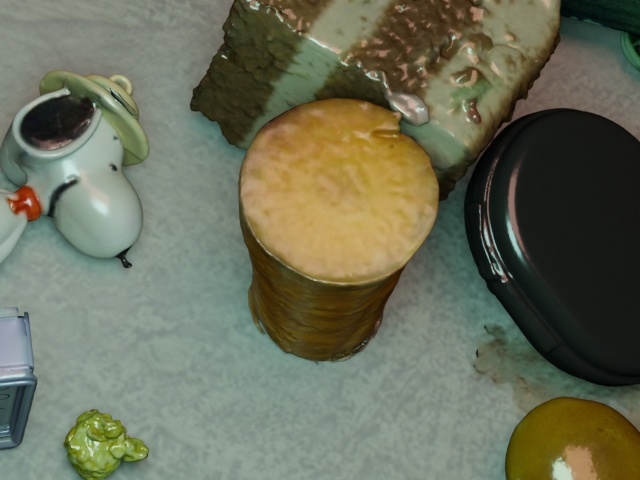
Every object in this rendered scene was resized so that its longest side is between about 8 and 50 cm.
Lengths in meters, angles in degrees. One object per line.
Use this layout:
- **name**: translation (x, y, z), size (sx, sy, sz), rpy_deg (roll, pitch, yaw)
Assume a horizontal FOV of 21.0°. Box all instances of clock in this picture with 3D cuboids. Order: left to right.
- **clock**: translation (-0.339, 0.133, 1.561), size (0.145, 0.193, 0.073), rpy_deg (-5, 65, -17)

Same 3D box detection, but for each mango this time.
- **mango**: translation (0.274, 0.257, 1.701), size (0.151, 0.120, 0.221), rpy_deg (-29, 79, -23)

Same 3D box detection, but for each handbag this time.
- **handbag**: translation (0.278, 0.010, 1.807), size (0.254, 0.093, 0.308), rpy_deg (-42, 98, -30)

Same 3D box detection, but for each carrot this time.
- **carrot**: translation (0.000, 0.000, 1.690), size (0.196, 0.254, 0.196), rpy_deg (4, 65, -8)

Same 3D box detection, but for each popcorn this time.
- **popcorn**: translation (-0.204, 0.197, 1.641), size (0.083, 0.059, 0.068), rpy_deg (8, 100, -1)

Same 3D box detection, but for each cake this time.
- **cake**: translation (0.057, -0.185, 1.797), size (0.290, 0.282, 0.255), rpy_deg (39, 60, 0)

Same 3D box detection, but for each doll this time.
- **doll**: translation (-0.298, -0.065, 1.711), size (0.271, 0.144, 0.208), rpy_deg (-6, 73, -23)

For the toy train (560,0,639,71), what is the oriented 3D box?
- **toy train**: translation (0.319, -0.355, 2.021), size (0.442, 0.179, 0.272), rpy_deg (13, 53, -6)
